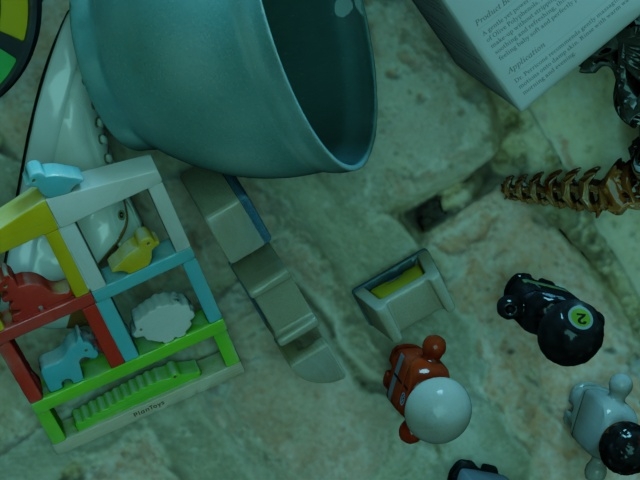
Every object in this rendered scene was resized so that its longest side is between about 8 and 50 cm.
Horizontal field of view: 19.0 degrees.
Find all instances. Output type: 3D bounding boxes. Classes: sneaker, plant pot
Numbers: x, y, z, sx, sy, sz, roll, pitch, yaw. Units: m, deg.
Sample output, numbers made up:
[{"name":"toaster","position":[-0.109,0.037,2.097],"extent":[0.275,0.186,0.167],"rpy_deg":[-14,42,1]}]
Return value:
[{"name":"sneaker","position":[-0.208,-0.061,1.714],"extent":[0.123,0.106,0.290],"rpy_deg":[10,104,-8]},{"name":"plant pot","position":[-0.092,-0.181,1.640],"extent":[0.196,0.293,0.293],"rpy_deg":[-13,95,19]}]

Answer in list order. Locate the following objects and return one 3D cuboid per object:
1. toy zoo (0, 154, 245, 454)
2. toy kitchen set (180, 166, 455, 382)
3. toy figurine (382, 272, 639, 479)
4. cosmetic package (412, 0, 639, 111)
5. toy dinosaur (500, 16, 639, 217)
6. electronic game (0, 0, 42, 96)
[{"name":"toy zoo","position":[-0.199,0.045,1.675],"extent":[0.192,0.030,0.293],"rpy_deg":[-24,128,-3]},{"name":"toy kitchen set","position":[0.000,0.000,1.742],"extent":[0.166,0.122,0.207],"rpy_deg":[-30,116,-3]},{"name":"toy figurine","position":[0.181,0.156,1.717],"extent":[0.213,0.148,0.209],"rpy_deg":[-29,109,-4]},{"name":"cosmetic package","position":[0.124,-0.315,1.608],"extent":[0.197,0.155,0.365],"rpy_deg":[-38,119,-2]},{"name":"toy dinosaur","position":[0.321,-0.102,1.721],"extent":[0.322,0.164,0.218],"rpy_deg":[-21,96,-2]},{"name":"electronic game","position":[-0.350,-0.217,1.672],"extent":[0.229,0.048,0.229],"rpy_deg":[6,111,15]}]
